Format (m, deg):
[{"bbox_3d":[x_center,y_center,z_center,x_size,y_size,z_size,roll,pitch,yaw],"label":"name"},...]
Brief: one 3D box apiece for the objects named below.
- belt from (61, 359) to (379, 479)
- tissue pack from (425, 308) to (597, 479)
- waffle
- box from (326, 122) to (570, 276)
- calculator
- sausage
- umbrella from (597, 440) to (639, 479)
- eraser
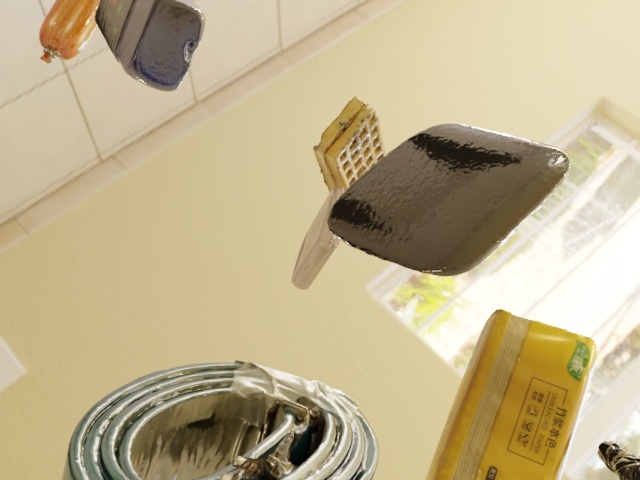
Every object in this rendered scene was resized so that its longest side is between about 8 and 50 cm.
[{"bbox_3d":[-0.113,0.281,0.884,0.436,0.300,0.173,-6,119,-63],"label":"belt"},{"bbox_3d":[0.356,0.368,1.448,0.293,0.228,0.382,85,30,-62],"label":"tissue pack"},{"bbox_3d":[0.045,-0.119,1.054,0.102,0.042,0.148,-51,154,-15],"label":"waffle"},{"bbox_3d":[0.132,-0.047,0.798,0.212,0.201,0.042,-42,133,-21],"label":"box"},{"bbox_3d":[0.000,0.000,1.033,0.175,0.032,0.100,123,-13,-56],"label":"calculator"},{"bbox_3d":[-0.455,-0.470,1.470,0.312,0.093,0.093,-66,160,-16],"label":"sausage"},{"bbox_3d":[0.542,0.399,1.325,0.236,0.066,0.059,19,79,-81],"label":"umbrella"},{"bbox_3d":[-0.293,-0.370,1.263,0.102,0.332,0.155,16,113,-33],"label":"eraser"}]
